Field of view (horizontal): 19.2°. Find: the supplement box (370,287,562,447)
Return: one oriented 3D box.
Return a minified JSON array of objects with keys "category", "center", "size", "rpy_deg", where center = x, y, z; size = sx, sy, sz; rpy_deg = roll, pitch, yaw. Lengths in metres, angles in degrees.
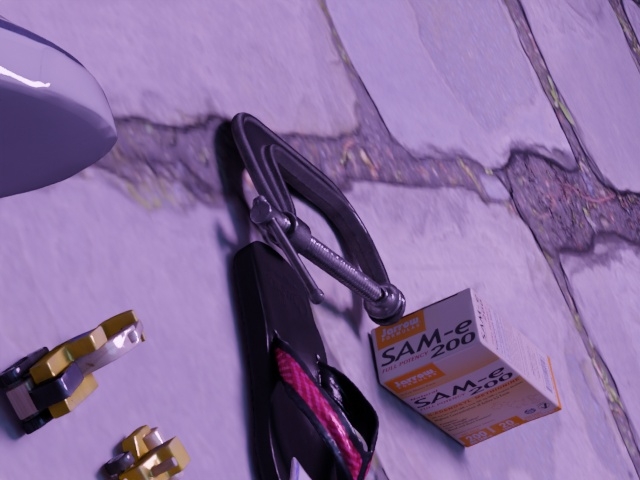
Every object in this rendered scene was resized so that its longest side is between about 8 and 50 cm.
[{"category":"supplement box","center":[0.079,0.070,1.013],"size":[0.098,0.062,0.036],"rpy_deg":[38,34,-47]}]

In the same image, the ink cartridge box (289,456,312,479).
[{"category":"ink cartridge box","center":[0.025,0.224,0.734],"size":[0.208,0.045,0.206],"rpy_deg":[52,24,-30]}]

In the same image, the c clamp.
[{"category":"c clamp","center":[0.000,0.000,0.953],"size":[0.160,0.022,0.137],"rpy_deg":[32,25,-58]}]

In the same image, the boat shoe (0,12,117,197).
[{"category":"boat shoe","center":[-0.163,-0.074,0.580],"size":[0.267,0.096,0.088],"rpy_deg":[12,59,-54]}]

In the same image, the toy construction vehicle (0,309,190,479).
[{"category":"toy construction vehicle","center":[-0.074,0.073,0.688],"size":[0.086,0.035,0.098],"rpy_deg":[63,21,-3]}]

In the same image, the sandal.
[{"category":"sandal","center":[-0.001,0.072,0.851],"size":[0.067,0.040,0.179],"rpy_deg":[37,34,-52]}]
